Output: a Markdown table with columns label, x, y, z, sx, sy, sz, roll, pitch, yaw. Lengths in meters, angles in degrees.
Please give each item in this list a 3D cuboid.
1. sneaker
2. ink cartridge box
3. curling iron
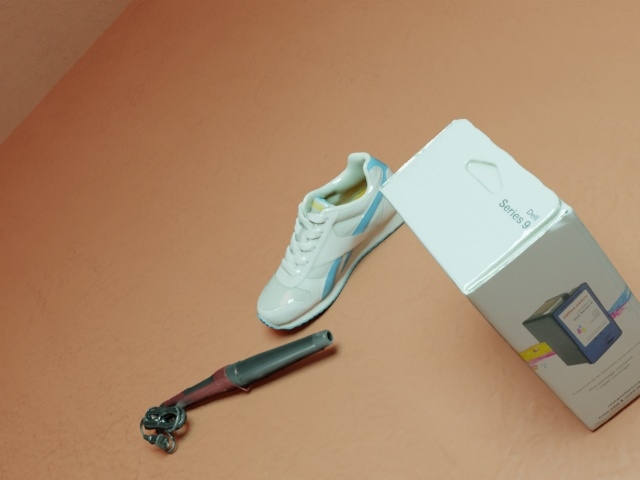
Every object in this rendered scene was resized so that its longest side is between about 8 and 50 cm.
| label | x | y | z | sx | sy | sz | roll | pitch | yaw |
| --- | --- | --- | --- | --- | --- | --- | --- | --- | --- |
| sneaker | 0.000 | 0.000 | 0.876 | 0.229 | 0.092 | 0.087 | -49 | 38 | -4 |
| ink cartridge box | 0.159 | 0.026 | 0.593 | 0.093 | 0.212 | 0.154 | -40 | 36 | 6 |
| curling iron | -0.096 | 0.165 | 0.856 | 0.274 | 0.035 | 0.068 | -30 | 43 | 21 |
